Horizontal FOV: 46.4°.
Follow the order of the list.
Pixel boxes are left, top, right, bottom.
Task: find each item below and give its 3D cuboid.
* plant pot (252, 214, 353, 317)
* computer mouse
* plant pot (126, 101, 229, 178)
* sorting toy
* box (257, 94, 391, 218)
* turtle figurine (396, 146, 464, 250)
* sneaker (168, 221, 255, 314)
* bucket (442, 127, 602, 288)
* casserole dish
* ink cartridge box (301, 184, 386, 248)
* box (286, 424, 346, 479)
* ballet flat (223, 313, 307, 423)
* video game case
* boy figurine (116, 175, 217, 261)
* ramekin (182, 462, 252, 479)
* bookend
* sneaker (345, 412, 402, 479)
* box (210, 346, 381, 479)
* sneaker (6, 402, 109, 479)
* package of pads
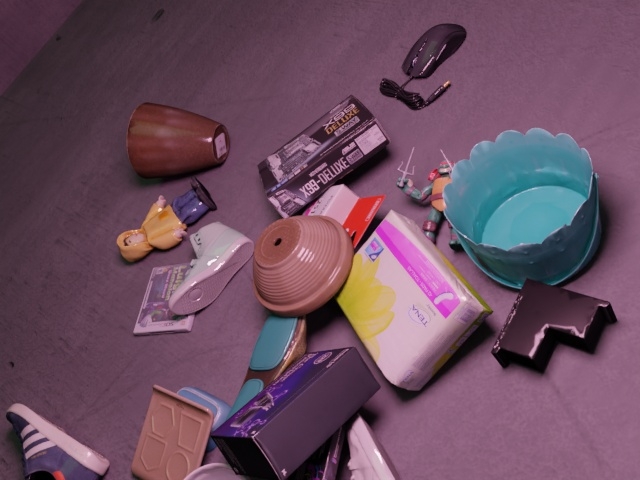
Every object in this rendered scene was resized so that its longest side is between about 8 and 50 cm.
[{"bbox_3d":[-0.060,0.032,1.543,0.237,0.110,0.237,-21,48,25],"label":"plant pot"},{"bbox_3d":[0.273,-0.442,1.846,0.262,0.060,0.184,-42,45,0],"label":"computer mouse"},{"bbox_3d":[-0.379,-0.272,2.072,0.231,0.215,0.215,5,61,18],"label":"plant pot"},{"bbox_3d":[-0.311,0.430,1.582,0.193,0.038,0.208,12,88,38],"label":"sorting toy"},{"bbox_3d":[0.000,-0.207,1.793,0.307,0.076,0.242,-36,26,7],"label":"box"},{"bbox_3d":[0.256,-0.094,1.569,0.175,0.118,0.234,-15,67,46],"label":"turtle figurine"},{"bbox_3d":[-0.295,0.064,1.828,0.256,0.094,0.151,-44,51,-16],"label":"sneaker"},{"bbox_3d":[0.390,-0.053,1.407,0.281,0.183,0.281,-18,51,23],"label":"bucket"},{"bbox_3d":[-0.273,0.383,1.626,0.188,0.037,0.114,17,70,39],"label":"casserole dish"},{"bbox_3d":[0.000,0.000,1.644,0.275,0.060,0.239,-58,21,-15],"label":"ink cartridge box"},{"bbox_3d":[-0.014,0.405,1.395,0.162,0.029,0.116,-33,36,55],"label":"box"},{"bbox_3d":[-0.098,0.291,1.526,0.123,0.123,0.348,3,57,34],"label":"ballet flat"},{"bbox_3d":[-0.375,0.144,1.873,0.173,0.022,0.190,-8,55,28],"label":"video game case"},{"bbox_3d":[-0.419,-0.052,1.998,0.285,0.092,0.177,-34,49,3],"label":"boy figurine"},{"bbox_3d":[-0.183,0.536,1.407,0.207,0.109,0.207,-18,51,23],"label":"ramekin"},{"bbox_3d":[0.410,0.166,1.312,0.157,0.072,0.156,16,70,39],"label":"bookend"},{"bbox_3d":[0.065,0.456,1.304,0.169,0.108,0.292,-32,48,5],"label":"sneaker"},{"bbox_3d":[-0.046,0.313,1.367,0.261,0.103,0.184,-37,11,-33],"label":"box"},{"bbox_3d":[-0.647,0.497,1.721,0.350,0.131,0.148,16,64,39],"label":"sneaker"},{"bbox_3d":[0.160,0.117,1.453,0.229,0.101,0.296,-52,43,16],"label":"package of pads"}]
